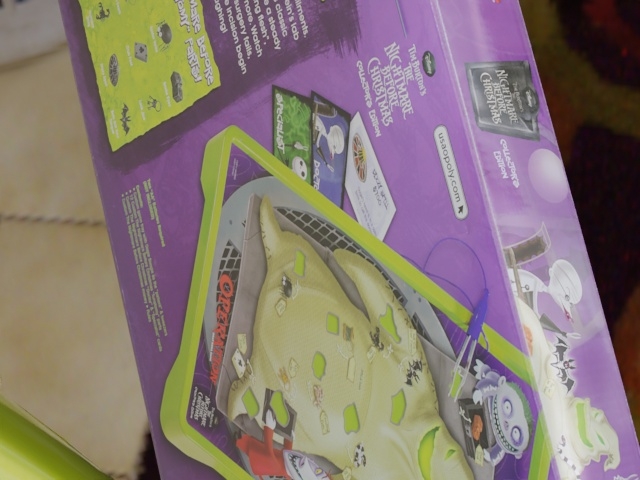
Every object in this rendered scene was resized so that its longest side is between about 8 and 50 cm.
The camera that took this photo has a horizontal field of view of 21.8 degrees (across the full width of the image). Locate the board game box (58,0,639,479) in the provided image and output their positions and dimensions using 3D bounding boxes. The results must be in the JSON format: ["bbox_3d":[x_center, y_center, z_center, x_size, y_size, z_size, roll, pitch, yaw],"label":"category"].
[{"bbox_3d":[0.000,0.000,0.604,0.056,0.208,0.347,-5,77,-37],"label":"board game box"}]

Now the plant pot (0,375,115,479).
[{"bbox_3d":[-0.175,0.091,0.400,0.227,0.228,0.207,-46,43,-3],"label":"plant pot"}]
